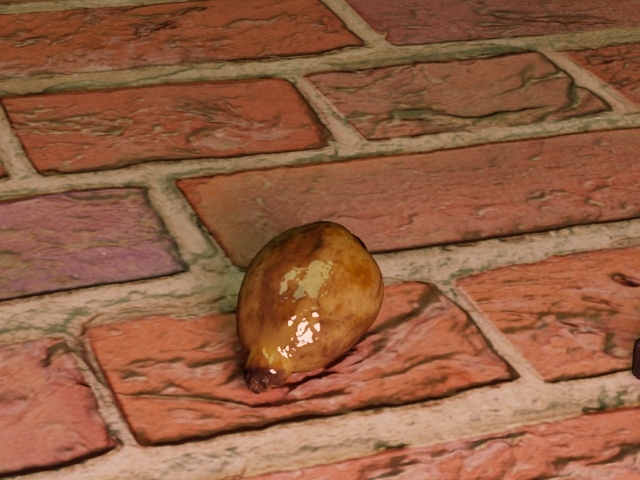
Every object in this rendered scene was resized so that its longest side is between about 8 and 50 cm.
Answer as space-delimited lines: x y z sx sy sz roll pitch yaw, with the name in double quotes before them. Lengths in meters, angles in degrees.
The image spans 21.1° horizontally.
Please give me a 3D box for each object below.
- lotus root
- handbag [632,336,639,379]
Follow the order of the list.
"lotus root" -0.015 0.065 1.669 0.138 0.138 0.214 13 40 13
"handbag" 0.456 0.104 1.729 0.223 0.080 0.247 14 30 30
